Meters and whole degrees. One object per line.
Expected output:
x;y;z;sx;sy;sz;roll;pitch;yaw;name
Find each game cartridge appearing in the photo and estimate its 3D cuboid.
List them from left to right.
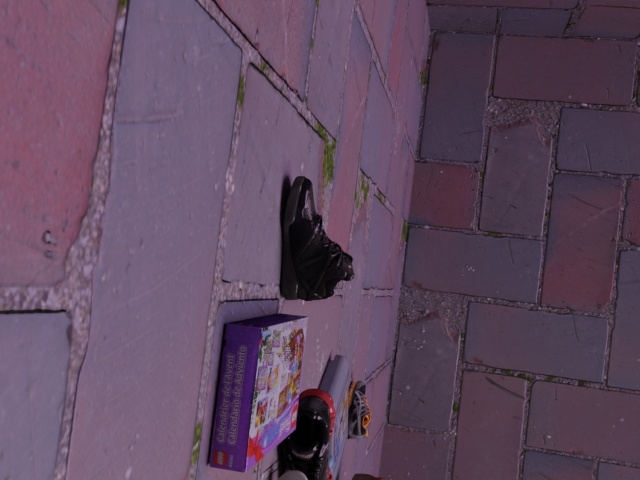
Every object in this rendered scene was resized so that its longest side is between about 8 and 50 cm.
0.029;0.466;1.795;0.198;0.062;0.297;-71;164;-59;game cartridge

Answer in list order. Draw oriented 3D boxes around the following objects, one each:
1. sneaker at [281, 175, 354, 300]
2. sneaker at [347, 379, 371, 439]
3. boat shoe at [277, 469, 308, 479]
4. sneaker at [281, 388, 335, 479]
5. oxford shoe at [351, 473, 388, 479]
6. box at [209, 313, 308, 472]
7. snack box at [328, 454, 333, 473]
0.000;0.000;1.235;0.087;0.130;0.227;-53;145;-71;sneaker
0.118;0.523;2.169;0.215;0.083;0.084;-73;162;-47;sneaker
-0.071;0.541;1.335;0.081;0.079;0.227;60;42;-85;boat shoe
-0.027;0.438;1.396;0.135;0.098;0.276;12;81;-78;sneaker
0.075;0.838;2.057;0.348;0.130;0.123;-50;128;-33;oxford shoe
-0.087;0.222;1.105;0.293;0.057;0.201;17;79;-78;box
-0.036;0.635;1.551;0.322;0.060;0.187;-52;148;-69;snack box
